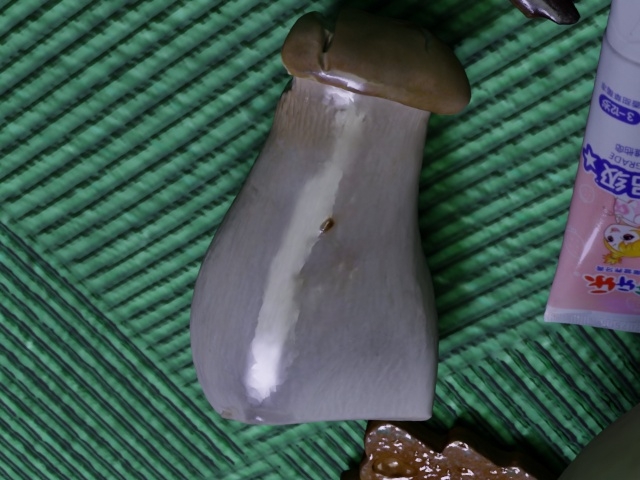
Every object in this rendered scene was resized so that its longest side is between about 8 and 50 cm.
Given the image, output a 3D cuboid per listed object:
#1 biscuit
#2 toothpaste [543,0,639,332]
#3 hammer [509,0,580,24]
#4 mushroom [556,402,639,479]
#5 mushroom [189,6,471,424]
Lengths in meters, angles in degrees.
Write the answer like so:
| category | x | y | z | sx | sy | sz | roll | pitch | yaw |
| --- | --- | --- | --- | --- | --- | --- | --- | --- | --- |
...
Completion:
| category | x | y | z | sx | sy | sz | roll | pitch | yaw |
| --- | --- | --- | --- | --- | --- | --- | --- | --- | --- |
| biscuit | 0.074 | 0.135 | 0.810 | 0.130 | 0.019 | 0.119 | 4 | 127 | 14 |
| toothpaste | 0.133 | -0.030 | 0.656 | 0.067 | 0.043 | 0.194 | 6 | 134 | 9 |
| hammer | 0.033 | -0.140 | 0.611 | 0.178 | 0.021 | 0.065 | 38 | 128 | -18 |
| mushroom | 0.229 | 0.235 | 0.642 | 0.353 | 0.325 | 0.353 | 17 | 136 | 17 |
| mushroom | 0.000 | 0.000 | 0.690 | 0.116 | 0.093 | 0.225 | 0 | 119 | -3 |
